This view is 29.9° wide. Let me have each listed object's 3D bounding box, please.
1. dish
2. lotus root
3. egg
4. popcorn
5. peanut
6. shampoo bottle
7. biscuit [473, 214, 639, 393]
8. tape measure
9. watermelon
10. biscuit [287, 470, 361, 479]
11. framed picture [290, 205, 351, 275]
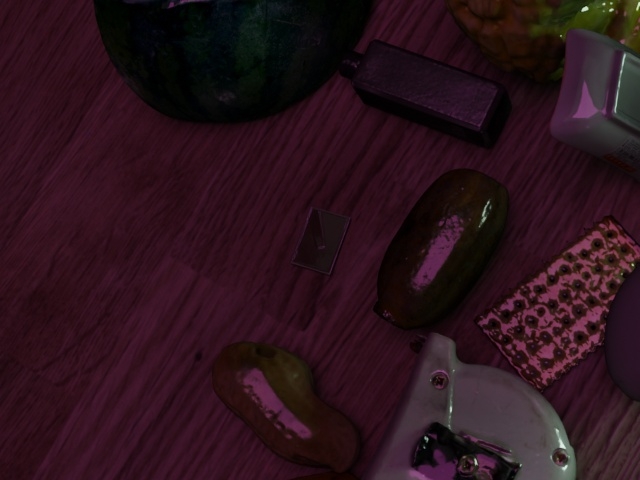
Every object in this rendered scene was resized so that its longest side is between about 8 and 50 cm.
[{"bbox_3d":[0.393,-0.170,1.516,0.077,0.212,0.151,-4,70,52],"label":"dish"},{"bbox_3d":[0.162,0.013,1.586,0.123,0.124,0.241,26,84,30],"label":"lotus root"},{"bbox_3d":[0.424,0.104,1.466,0.146,0.146,0.199,31,93,22],"label":"egg"},{"bbox_3d":[0.302,-0.355,1.582,0.293,0.293,0.237,-30,49,7],"label":"popcorn"},{"bbox_3d":[-0.044,0.220,1.604,0.236,0.120,0.110,36,122,18],"label":"peanut"},{"bbox_3d":[0.140,-0.211,1.680,0.246,0.080,0.079,23,81,21],"label":"shampoo bottle"},{"bbox_3d":[0.330,0.081,1.572,0.231,0.016,0.139,-40,68,3],"label":"biscuit"},{"bbox_3d":[0.180,0.274,1.491,0.265,0.130,0.258,20,69,19],"label":"tape measure"},{"bbox_3d":[-0.120,-0.269,1.749,0.292,0.319,0.222,17,115,27],"label":"watermelon"},{"bbox_3d":[-0.002,0.475,1.554,0.359,0.046,0.359,-4,74,15],"label":"biscuit"},{"bbox_3d":[0.000,0.000,1.704,0.066,0.006,0.089,16,80,21],"label":"framed picture"}]
